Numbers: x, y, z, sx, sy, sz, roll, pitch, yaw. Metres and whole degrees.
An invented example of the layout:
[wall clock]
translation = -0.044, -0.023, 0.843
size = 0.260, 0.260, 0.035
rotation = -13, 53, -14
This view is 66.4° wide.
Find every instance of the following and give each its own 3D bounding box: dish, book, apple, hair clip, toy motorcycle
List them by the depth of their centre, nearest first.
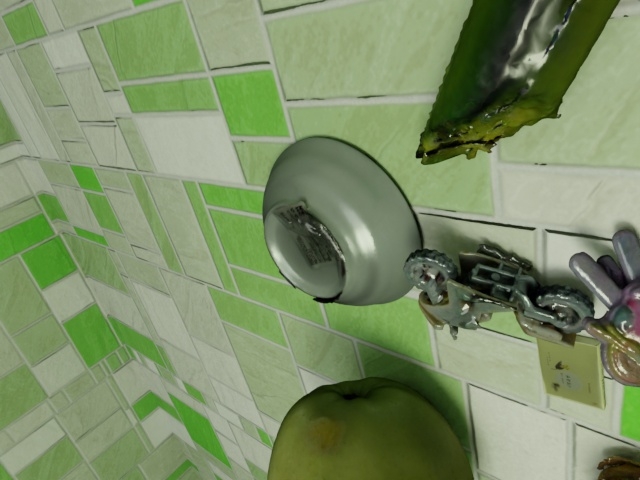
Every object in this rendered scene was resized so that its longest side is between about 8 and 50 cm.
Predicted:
[hair clip]
translation = 0.369, 0.119, 0.502
size = 0.137, 0.090, 0.278
rotation = -32, 99, 19
[toy motorcycle]
translation = 0.219, 0.080, 0.633
size = 0.229, 0.094, 0.130
rotation = 16, 136, 22
[book]
translation = 0.328, 0.170, 0.643
size = 0.077, 0.014, 0.111
rotation = 7, 124, 44
[dish]
translation = 0.000, 0.000, 0.778
size = 0.316, 0.106, 0.316
rotation = 28, 137, 30
[apple]
translation = 0.086, 0.410, 0.828
size = 0.357, 0.357, 0.357
rotation = 28, 137, 29

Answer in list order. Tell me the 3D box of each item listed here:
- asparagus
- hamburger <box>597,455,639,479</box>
[asparagus]
translation = 0.183, -0.188, 0.432
size = 0.128, 0.108, 0.382
rotation = 36, 142, 19
[hamburger]
translation = 0.437, 0.402, 0.594
size = 0.244, 0.163, 0.244
rotation = 29, 140, 28
